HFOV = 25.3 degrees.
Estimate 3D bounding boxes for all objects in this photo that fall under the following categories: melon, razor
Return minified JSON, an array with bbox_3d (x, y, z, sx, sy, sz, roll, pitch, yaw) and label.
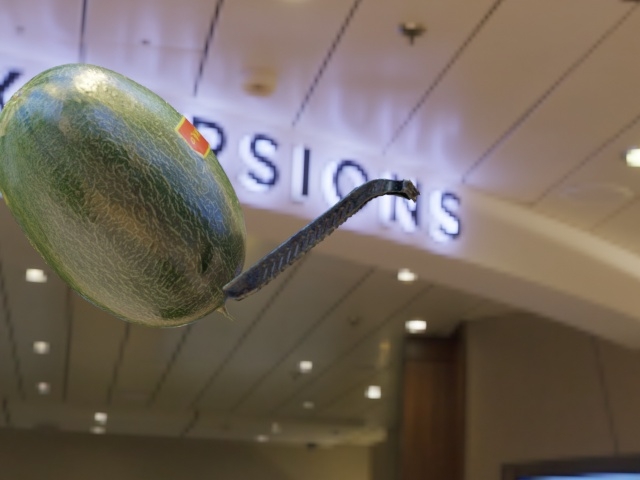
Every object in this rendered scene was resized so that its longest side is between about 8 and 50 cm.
[{"bbox_3d":[-0.173,-0.031,1.293,0.182,0.182,0.287,-16,-64,52],"label":"melon"},{"bbox_3d":[-0.003,-0.005,1.230,0.190,0.033,0.066,-32,-13,7],"label":"razor"}]
